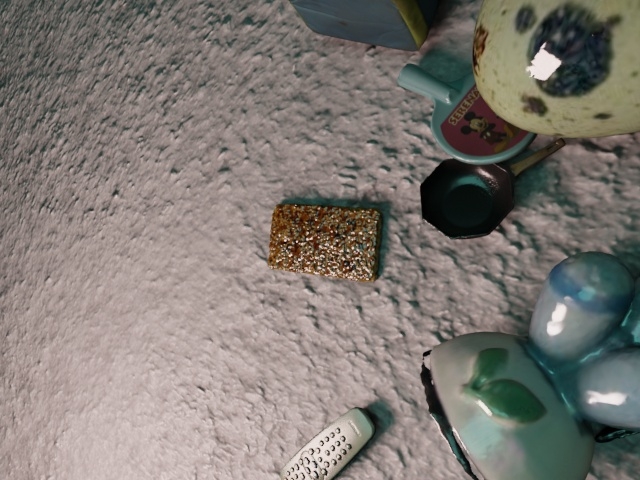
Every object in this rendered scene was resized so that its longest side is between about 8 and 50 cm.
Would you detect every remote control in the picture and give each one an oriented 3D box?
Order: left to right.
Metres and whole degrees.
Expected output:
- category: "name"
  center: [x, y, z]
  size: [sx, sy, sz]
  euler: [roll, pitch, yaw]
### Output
- category: "remote control"
  center: [0.011, 0.360, 0.827]
  size: [0.222, 0.042, 0.072]
  euler: [-49, 63, 20]

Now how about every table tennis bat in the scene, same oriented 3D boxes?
- category: "table tennis bat"
  center: [0.214, -0.205, 0.743]
  size: [0.153, 0.040, 0.244]
  euler: [-48, 59, 0]

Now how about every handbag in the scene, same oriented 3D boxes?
- category: "handbag"
  center: [0.078, -0.452, 0.754]
  size: [0.263, 0.222, 0.241]
  euler: [25, 94, 30]

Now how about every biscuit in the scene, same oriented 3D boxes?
- category: "biscuit"
  center: [0.000, 0.000, 0.876]
  size: [0.230, 0.025, 0.131]
  euler: [4, 87, 32]

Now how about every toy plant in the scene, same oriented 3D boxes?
- category: "toy plant"
  center: [0.307, 0.141, 0.563]
  size: [0.332, 0.247, 0.247]
  euler: [-40, 66, 19]

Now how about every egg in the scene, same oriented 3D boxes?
- category: "egg"
  center: [0.347, -0.263, 0.525]
  size: [0.379, 0.287, 0.288]
  euler: [-32, 70, 25]

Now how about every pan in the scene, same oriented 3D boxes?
- category: "pan"
  center: [0.248, -0.063, 0.709]
  size: [0.201, 0.048, 0.128]
  euler: [-7, 71, 21]

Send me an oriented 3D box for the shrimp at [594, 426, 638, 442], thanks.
- category: "shrimp"
  center: [0.420, 0.314, 0.576]
  size: [0.198, 0.051, 0.262]
  euler: [14, 90, 39]
